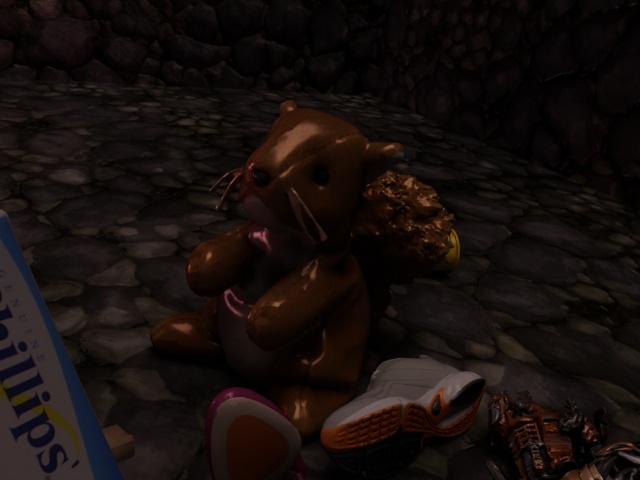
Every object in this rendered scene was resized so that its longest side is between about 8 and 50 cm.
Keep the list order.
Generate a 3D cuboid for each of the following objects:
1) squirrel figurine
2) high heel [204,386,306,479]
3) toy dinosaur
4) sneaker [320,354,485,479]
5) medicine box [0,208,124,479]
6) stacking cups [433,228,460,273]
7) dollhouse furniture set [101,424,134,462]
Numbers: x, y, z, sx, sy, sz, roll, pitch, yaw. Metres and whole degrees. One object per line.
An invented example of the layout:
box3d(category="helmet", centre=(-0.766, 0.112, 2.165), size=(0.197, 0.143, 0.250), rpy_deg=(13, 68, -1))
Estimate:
box3d(category="squirrel figurine", centre=(0.000, 0.000, 0.791), size=(0.281, 0.370, 0.397), rpy_deg=(27, 30, 34))
box3d(category="high heel", centre=(-0.062, 0.186, 0.544), size=(0.082, 0.244, 0.117), rpy_deg=(-33, 43, -9))
box3d(category="toy dinosaur", centre=(0.315, 0.281, 0.631), size=(0.218, 0.164, 0.322), rpy_deg=(-12, 48, -12))
box3d(category="sneaker", centre=(0.087, 0.208, 0.727), size=(0.262, 0.099, 0.121), rpy_deg=(-2, 18, -41))
box3d(category="medicine box", centre=(-0.294, 0.147, 0.372), size=(0.289, 0.263, 0.149), rpy_deg=(-11, 15, 28))
box3d(category="stacking cups", centre=(0.113, 0.025, 1.142), size=(0.316, 0.096, 0.096), rpy_deg=(-2, 26, -14))
box3d(category="dollhouse furniture set", centre=(-0.168, 0.234, 0.527), size=(0.123, 0.144, 0.151), rpy_deg=(-8, 15, -43))
